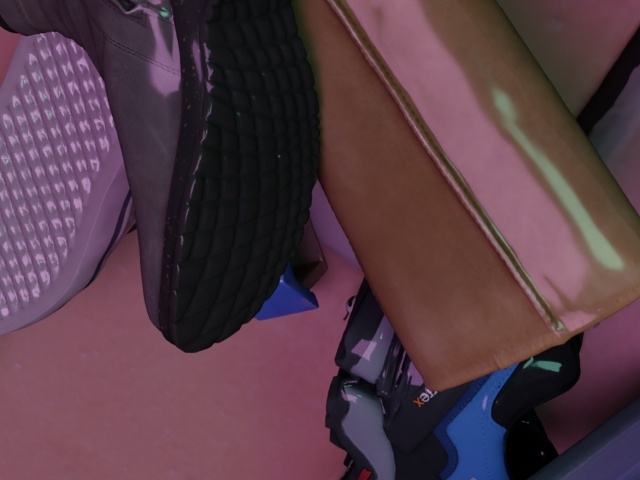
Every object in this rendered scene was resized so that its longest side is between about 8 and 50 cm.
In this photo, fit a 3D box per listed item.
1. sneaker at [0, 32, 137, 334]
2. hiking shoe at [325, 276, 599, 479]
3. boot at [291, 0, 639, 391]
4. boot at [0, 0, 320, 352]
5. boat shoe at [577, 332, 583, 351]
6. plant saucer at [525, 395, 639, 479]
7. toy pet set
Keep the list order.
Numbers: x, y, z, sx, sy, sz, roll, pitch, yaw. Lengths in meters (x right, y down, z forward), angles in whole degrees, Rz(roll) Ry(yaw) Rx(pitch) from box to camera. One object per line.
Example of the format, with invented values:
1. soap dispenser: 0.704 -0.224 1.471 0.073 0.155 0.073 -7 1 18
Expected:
1. sneaker: -0.133 -0.061 0.689 0.126 0.127 0.321 48 129 0
2. hiking shoe: 0.071 0.153 0.684 0.132 0.113 0.304 12 131 12
3. boot: 0.071 -0.093 0.506 0.236 0.089 0.269 -29 93 41
4. boot: -0.084 -0.086 0.525 0.161 0.083 0.246 21 118 35
5. boat shoe: 0.111 0.015 0.668 0.045 0.050 0.135 3 123 46
6. plant saucer: 0.139 0.132 0.636 0.018 0.192 0.067 41 152 41
7. toy pet set: 0.000 0.000 0.692 0.114 0.065 0.122 -13 106 26
